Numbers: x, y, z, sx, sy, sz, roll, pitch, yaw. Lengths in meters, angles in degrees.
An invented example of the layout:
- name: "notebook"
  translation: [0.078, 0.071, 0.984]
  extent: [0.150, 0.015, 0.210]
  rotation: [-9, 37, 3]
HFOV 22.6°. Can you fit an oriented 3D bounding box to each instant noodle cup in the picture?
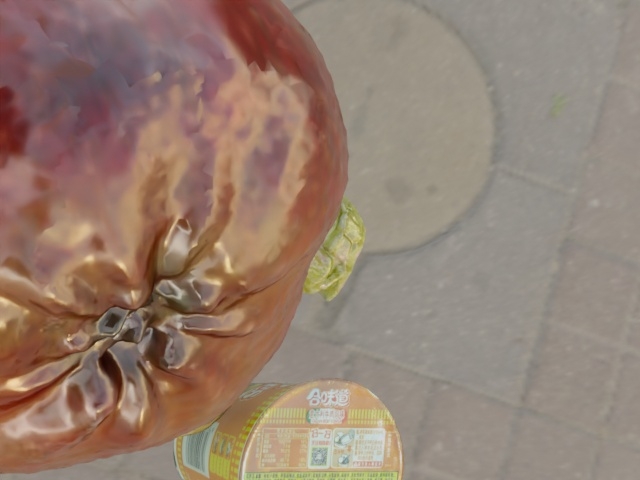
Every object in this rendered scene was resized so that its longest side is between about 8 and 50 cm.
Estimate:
- name: "instant noodle cup"
  translation: [-0.042, 0.194, 1.428]
  extent: [0.168, 0.185, 0.168]
  rotation: [-2, 93, -29]

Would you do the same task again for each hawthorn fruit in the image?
- name: "hawthorn fruit"
  translation: [-0.094, -0.034, 0.498]
  extent: [0.179, 0.179, 0.200]
  rotation: [-29, 54, -19]

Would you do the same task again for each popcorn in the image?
- name: "popcorn"
  translation: [0.000, 0.001, 1.563]
  extent: [0.097, 0.089, 0.109]
  rotation: [-24, 54, 18]

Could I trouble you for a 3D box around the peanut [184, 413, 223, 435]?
- name: "peanut"
  translation: [-0.162, 0.046, 1.232]
  extent: [0.169, 0.387, 0.192]
  rotation: [3, 68, 26]
